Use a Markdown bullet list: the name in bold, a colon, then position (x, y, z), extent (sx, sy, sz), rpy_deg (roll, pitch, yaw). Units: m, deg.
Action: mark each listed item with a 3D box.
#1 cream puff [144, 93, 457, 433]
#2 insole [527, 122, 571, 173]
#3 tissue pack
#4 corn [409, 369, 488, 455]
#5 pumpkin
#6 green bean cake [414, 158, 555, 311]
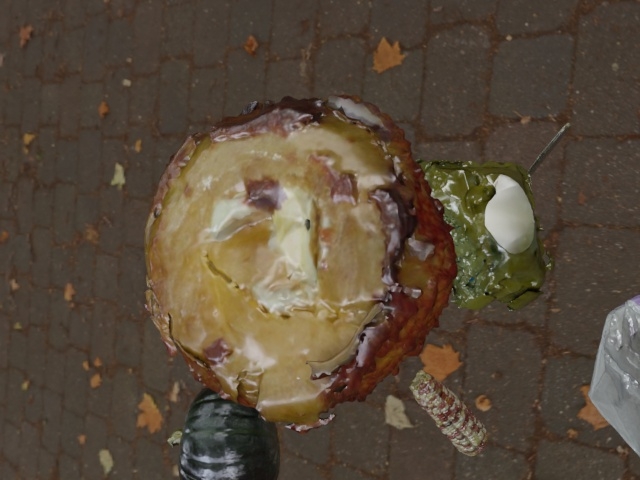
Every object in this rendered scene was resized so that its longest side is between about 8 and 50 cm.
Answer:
- **cream puff**: position (-0.017, 0.010, 0.656), extent (0.350, 0.229, 0.350), rpy_deg (-3, 83, 22)
- **insole**: position (0.532, -0.192, 1.514), extent (0.011, 0.081, 0.248), rpy_deg (43, 136, 16)
- **tissue pack**: position (0.582, 0.152, 0.906), extent (0.160, 0.338, 0.242), rpy_deg (-123, 22, -46)
- **corn**: position (0.256, 0.344, 1.236), extent (0.079, 0.237, 0.079), rpy_deg (-34, 23, 17)
- **pumpkin**: position (-0.178, 0.382, 1.158), extent (0.216, 0.250, 0.250), rpy_deg (9, 94, 2)
- **green bean cake**: position (0.301, -0.018, 1.220), extent (0.202, 0.285, 0.310), rpy_deg (127, 136, -63)
